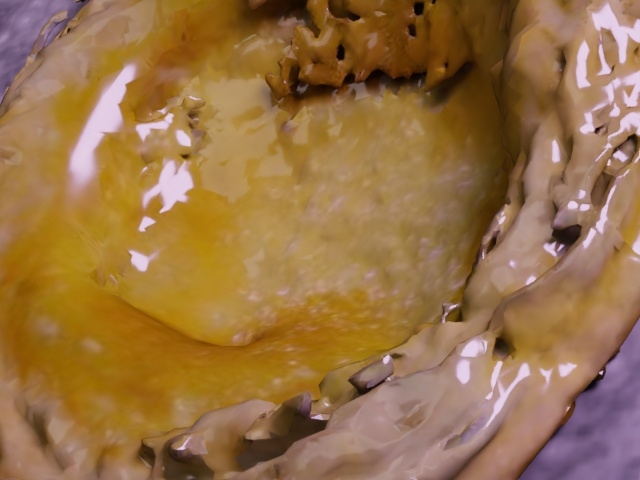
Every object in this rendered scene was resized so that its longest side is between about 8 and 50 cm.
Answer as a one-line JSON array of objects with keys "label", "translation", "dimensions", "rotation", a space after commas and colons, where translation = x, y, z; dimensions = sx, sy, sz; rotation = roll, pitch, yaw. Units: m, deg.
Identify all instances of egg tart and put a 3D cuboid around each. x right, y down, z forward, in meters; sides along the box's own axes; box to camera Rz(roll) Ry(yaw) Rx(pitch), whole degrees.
[{"label": "egg tart", "translation": [0.000, 0.000, 0.603], "dimensions": [0.288, 0.118, 0.288], "rotation": [-19, 45, 20]}]
